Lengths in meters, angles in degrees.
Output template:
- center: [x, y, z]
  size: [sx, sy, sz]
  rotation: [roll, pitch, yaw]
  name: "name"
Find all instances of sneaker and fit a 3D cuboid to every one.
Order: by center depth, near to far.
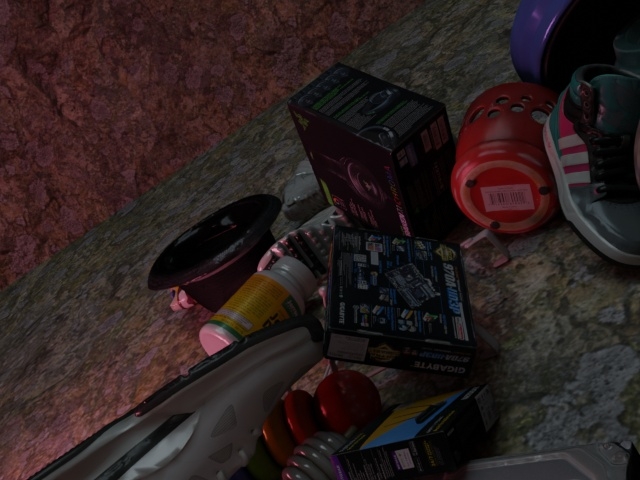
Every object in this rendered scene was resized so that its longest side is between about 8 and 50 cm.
- center: [-0.135, 0.293, 0.973]
  size: [0.447, 0.257, 0.169]
  rotation: [-34, -3, -13]
  name: "sneaker"
- center: [0.382, -0.123, 1.056]
  size: [0.124, 0.178, 0.295]
  rotation: [-1, 49, -10]
  name: "sneaker"
- center: [0.000, 0.000, 1.598]
  size: [0.292, 0.110, 0.118]
  rotation: [-33, 11, -20]
  name: "sneaker"
- center: [0.001, -0.096, 1.823]
  size: [0.152, 0.114, 0.305]
  rotation: [-54, 20, -11]
  name: "sneaker"
- center: [-0.304, 0.095, 1.879]
  size: [0.084, 0.069, 0.185]
  rotation: [-27, 20, 5]
  name: "sneaker"

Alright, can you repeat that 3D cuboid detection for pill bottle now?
- center: [-0.101, 0.126, 1.433]
  size: [0.117, 0.117, 0.208]
  rotation: [-6, 34, 52]
  name: "pill bottle"

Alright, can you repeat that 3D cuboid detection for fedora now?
- center: [-0.186, 0.046, 1.687]
  size: [0.334, 0.152, 0.334]
  rotation: [-30, 21, 13]
  name: "fedora"

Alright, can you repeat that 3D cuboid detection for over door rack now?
- center: [0.102, 0.097, 1.203]
  size: [0.324, 0.108, 0.239]
  rotation: [-22, 25, 29]
  name: "over door rack"

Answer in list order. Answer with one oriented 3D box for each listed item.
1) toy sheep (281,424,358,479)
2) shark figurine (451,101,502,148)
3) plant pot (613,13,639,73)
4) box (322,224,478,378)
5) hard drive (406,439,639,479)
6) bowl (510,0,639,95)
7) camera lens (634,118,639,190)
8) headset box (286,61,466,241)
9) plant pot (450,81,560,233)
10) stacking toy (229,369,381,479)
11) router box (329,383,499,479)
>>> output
- center: [0.004, 0.275, 0.992]
  size: [0.132, 0.091, 0.091]
  rotation: [-42, 21, -30]
  name: "toy sheep"
- center: [0.276, -0.166, 1.518]
  size: [0.278, 0.116, 0.166]
  rotation: [-41, 23, -13]
  name: "shark figurine"
- center: [0.530, -0.234, 1.155]
  size: [0.293, 0.196, 0.293]
  rotation: [-29, 21, 12]
  name: "plant pot"
- center: [0.095, 0.069, 1.034]
  size: [0.175, 0.051, 0.220]
  rotation: [8, 34, -3]
  name: "box"
- center: [0.124, 0.308, 0.764]
  size: [0.339, 0.064, 0.237]
  rotation: [-20, 24, 36]
  name: "hard drive"
- center: [0.486, -0.344, 1.266]
  size: [0.391, 0.391, 0.077]
  rotation: [-30, 55, 13]
  name: "bowl"
- center: [0.491, -0.093, 0.864]
  size: [0.219, 0.219, 0.274]
  rotation: [-40, 21, -13]
  name: "camera lens"
- center: [0.095, -0.146, 1.425]
  size: [0.131, 0.246, 0.283]
  rotation: [-41, 46, -18]
  name: "headset box"
- center: [0.297, -0.123, 1.274]
  size: [0.191, 0.191, 0.174]
  rotation: [-19, 28, 36]
  name: "plant pot"
- center: [-0.076, 0.261, 1.088]
  size: [0.330, 0.141, 0.141]
  rotation: [-27, 21, 9]
  name: "stacking toy"
- center: [0.108, 0.213, 0.906]
  size: [0.133, 0.046, 0.179]
  rotation: [-20, -3, 26]
  name: "router box"
